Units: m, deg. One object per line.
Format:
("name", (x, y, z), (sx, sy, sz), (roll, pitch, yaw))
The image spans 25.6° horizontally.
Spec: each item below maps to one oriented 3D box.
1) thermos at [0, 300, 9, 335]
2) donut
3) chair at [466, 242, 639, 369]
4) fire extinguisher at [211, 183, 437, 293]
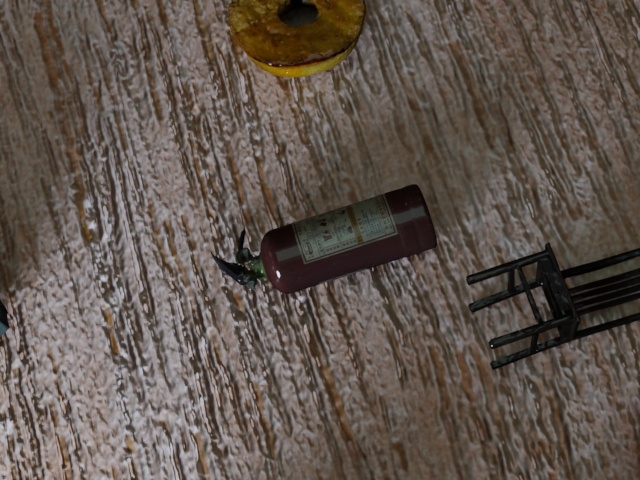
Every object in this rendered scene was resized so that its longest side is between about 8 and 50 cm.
("thermos", (-0.475, 0.113, 1.444), (0.286, 0.145, 0.182), (-39, 39, -7))
("donut", (-0.024, -0.245, 1.558), (0.151, 0.058, 0.152), (-2, 70, 5))
("chair", (0.257, 0.050, 1.392), (0.212, 0.101, 0.084), (-19, 69, 1))
("fire extinguisher", (0.000, 0.000, 1.465), (0.231, 0.071, 0.099), (-17, 41, 2))
